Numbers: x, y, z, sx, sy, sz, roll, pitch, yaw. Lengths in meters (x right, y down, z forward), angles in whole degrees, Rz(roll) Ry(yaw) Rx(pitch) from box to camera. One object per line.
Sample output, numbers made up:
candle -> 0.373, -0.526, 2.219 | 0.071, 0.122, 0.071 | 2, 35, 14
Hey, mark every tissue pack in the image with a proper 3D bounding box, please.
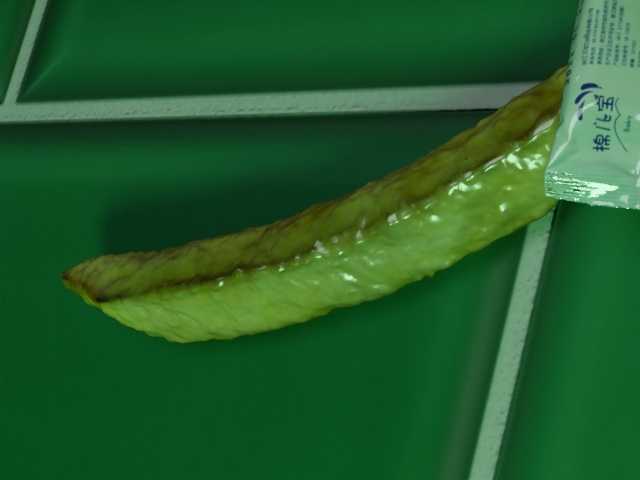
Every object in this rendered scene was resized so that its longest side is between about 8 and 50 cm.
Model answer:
tissue pack -> 0.181, -0.104, 0.831 | 0.122, 0.026, 0.193 | 7, 73, 9

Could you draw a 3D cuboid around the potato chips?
potato chips -> 0.000, 0.000, 0.956 | 0.407, 0.057, 0.080 | -21, 44, 34
